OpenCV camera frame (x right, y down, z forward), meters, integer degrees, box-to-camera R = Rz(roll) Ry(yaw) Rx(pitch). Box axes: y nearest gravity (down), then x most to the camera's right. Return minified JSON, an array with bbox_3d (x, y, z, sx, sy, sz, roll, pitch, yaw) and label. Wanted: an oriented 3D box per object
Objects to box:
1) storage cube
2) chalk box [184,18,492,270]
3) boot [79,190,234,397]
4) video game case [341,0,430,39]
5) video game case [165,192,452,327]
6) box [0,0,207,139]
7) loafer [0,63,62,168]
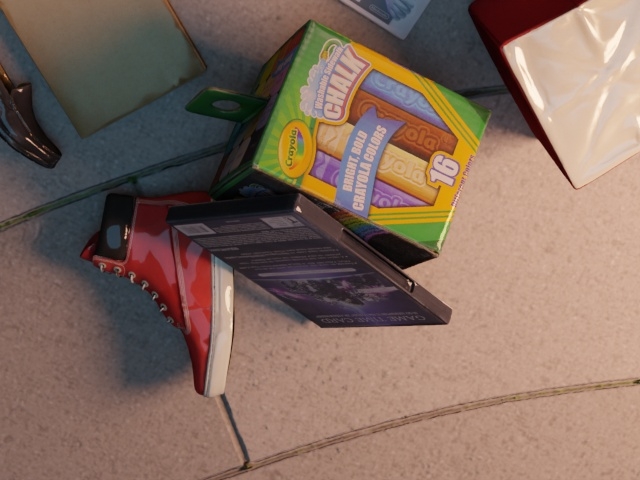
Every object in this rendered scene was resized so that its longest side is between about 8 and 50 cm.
[{"bbox_3d":[0.291,-0.200,1.746,0.184,0.193,0.215,-29,110,6],"label":"storage cube"},{"bbox_3d":[0.001,-0.106,1.734,0.289,0.180,0.179,27,73,-14],"label":"chalk box"},{"bbox_3d":[-0.186,0.064,1.862,0.176,0.088,0.244,-2,102,-4],"label":"boot"},{"bbox_3d":[0.061,-0.340,1.767,0.190,0.022,0.173,31,104,-14],"label":"video game case"},{"bbox_3d":[-0.010,0.028,1.768,0.274,0.196,0.026,35,62,-40],"label":"video game case"},{"bbox_3d":[-0.245,-0.234,1.781,0.164,0.021,0.201,-28,110,6],"label":"box"},{"bbox_3d":[-0.342,-0.152,1.784,0.061,0.062,0.170,-41,109,5],"label":"loafer"}]
